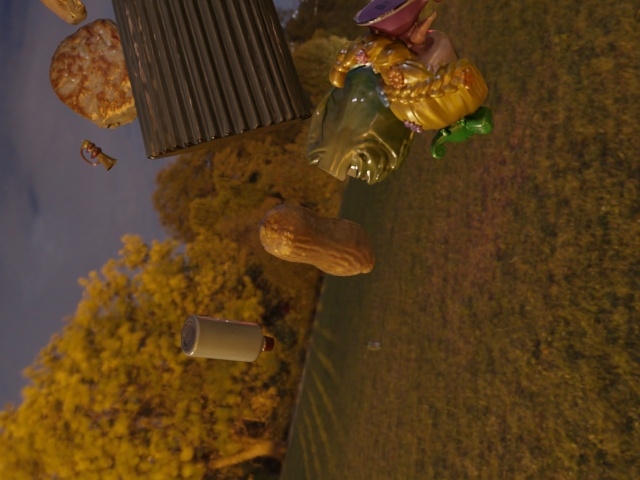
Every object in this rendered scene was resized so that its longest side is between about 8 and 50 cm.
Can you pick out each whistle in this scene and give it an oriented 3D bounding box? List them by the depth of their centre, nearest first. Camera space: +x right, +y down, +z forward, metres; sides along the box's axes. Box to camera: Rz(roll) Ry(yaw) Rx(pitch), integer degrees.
[{"bbox_3d":[-0.650,-0.247,1.817,0.057,0.109,0.046,-46,9,51],"label":"whistle"}]

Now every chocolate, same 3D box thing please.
[{"bbox_3d":[0.000,0.000,1.396,0.134,0.309,0.134,-30,50,44],"label":"chocolate"}]

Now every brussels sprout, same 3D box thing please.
[{"bbox_3d":[0.149,-0.399,2.081,0.425,0.342,0.361,-62,-15,-69],"label":"brussels sprout"}]

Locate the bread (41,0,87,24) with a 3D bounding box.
[{"bbox_3d":[-0.347,-0.324,0.825,0.035,0.083,0.070,-48,19,-12],"label":"bread"}]

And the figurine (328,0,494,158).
[{"bbox_3d":[0.082,-0.138,0.563,0.156,0.114,0.095,51,-166,-30],"label":"figurine"}]

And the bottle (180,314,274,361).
[{"bbox_3d":[-0.230,0.256,1.613,0.104,0.245,0.104,-22,62,50],"label":"bottle"}]

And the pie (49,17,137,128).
[{"bbox_3d":[-0.409,-0.313,1.179,0.179,0.205,0.084,-46,-5,6],"label":"pie"}]

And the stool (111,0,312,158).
[{"bbox_3d":[-0.196,-0.334,1.073,0.297,0.297,0.330,-114,9,-81],"label":"stool"}]
